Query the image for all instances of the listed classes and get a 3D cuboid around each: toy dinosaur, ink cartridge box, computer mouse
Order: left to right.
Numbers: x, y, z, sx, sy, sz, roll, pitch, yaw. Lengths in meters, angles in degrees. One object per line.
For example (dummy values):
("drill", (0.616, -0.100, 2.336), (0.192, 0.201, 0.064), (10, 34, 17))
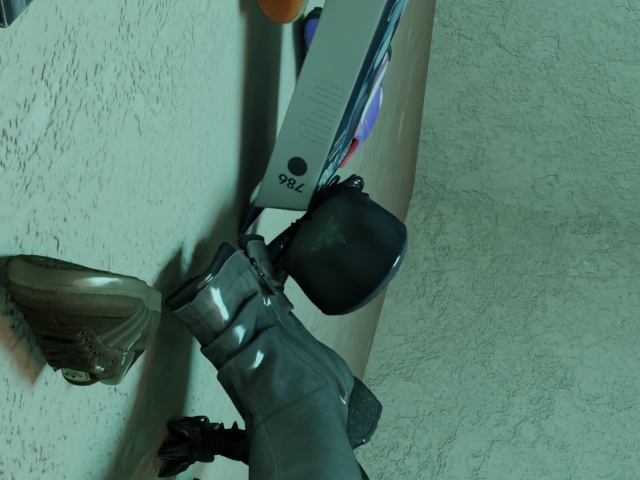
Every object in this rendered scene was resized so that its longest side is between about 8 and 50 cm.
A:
("toy dinosaur", (-0.041, 0.267, 0.983), (0.322, 0.218, 0.164), (17, 82, -81))
("computer mouse", (0.000, 0.000, 1.046), (0.188, 0.072, 0.272), (-49, -161, -4))
("ink cartridge box", (0.014, -0.154, 1.067), (0.332, 0.065, 0.165), (-67, 175, 32))

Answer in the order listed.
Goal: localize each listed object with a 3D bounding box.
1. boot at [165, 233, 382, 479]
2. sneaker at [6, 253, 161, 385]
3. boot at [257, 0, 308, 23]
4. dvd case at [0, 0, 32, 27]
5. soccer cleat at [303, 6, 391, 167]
("boot", (-0.057, 0.127, 0.841), (0.222, 0.118, 0.338), (55, 9, -8))
("sneaker", (-0.138, 0.054, 0.611), (0.188, 0.066, 0.071), (49, 53, -78))
("boot", (-0.050, -0.248, 0.889), (0.158, 0.059, 0.084), (80, 23, -43))
("dvd case", (-0.128, -0.233, 0.503), (0.221, 0.018, 0.164), (-70, 166, -47))
("soccer cleat", (0.028, -0.192, 1.302), (0.318, 0.109, 0.116), (76, 29, -75))
